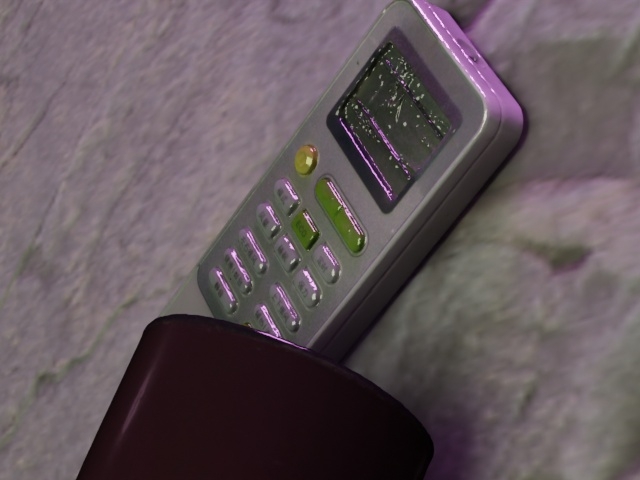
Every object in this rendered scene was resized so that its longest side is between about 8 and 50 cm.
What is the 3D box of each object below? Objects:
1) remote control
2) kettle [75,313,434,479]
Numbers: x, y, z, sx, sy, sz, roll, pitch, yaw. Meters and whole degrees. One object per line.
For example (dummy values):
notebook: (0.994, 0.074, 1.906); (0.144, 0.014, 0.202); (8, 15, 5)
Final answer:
remote control: (0.000, 0.000, 0.777); (0.250, 0.034, 0.103); (-51, 48, 26)
kettle: (-0.058, 0.176, 0.680); (0.144, 0.202, 0.232); (19, 67, 14)
